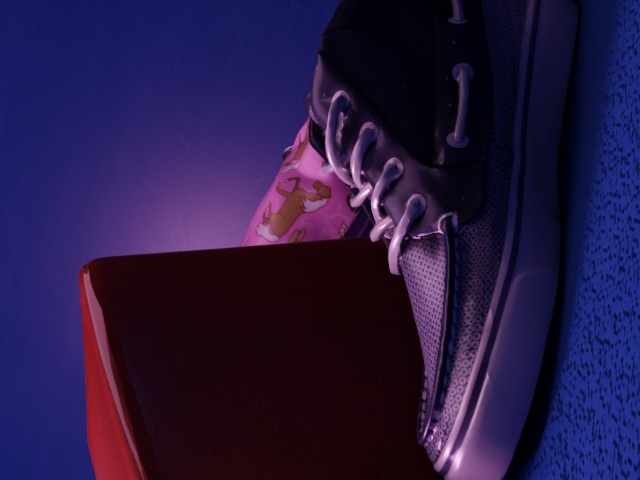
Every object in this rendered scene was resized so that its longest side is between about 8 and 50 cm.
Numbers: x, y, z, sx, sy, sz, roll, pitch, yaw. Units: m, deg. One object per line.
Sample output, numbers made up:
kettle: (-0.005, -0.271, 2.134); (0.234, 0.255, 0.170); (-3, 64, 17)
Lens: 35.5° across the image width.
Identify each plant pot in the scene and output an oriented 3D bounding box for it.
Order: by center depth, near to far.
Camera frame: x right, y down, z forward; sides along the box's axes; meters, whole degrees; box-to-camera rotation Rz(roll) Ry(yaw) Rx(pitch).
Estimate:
plant pot: (-0.035, 0.177, 0.763); (0.267, 0.267, 0.236); (103, 157, -48)

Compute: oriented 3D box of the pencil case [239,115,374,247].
pencil case: (0.000, 0.000, 0.987); (0.386, 0.160, 0.167); (-58, -19, 4)

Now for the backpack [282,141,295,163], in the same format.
backpack: (0.055, -0.143, 1.858); (0.253, 0.225, 0.191); (-78, -30, -78)

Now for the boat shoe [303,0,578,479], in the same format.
boat shoe: (0.057, -0.026, 0.608); (0.127, 0.158, 0.341); (102, -179, -58)
